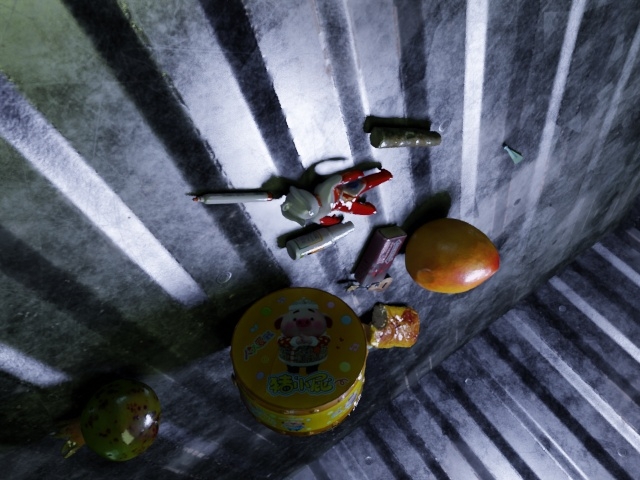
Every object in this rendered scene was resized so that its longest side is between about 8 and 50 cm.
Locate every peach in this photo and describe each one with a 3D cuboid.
[{"bbox_3d":[0.471,0.059,1.876,0.288,0.307,0.289,-20,125,-31],"label":"peach"}]

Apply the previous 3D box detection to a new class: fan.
[{"bbox_3d":[0.712,-0.322,1.924,0.038,0.016,0.193,-50,147,19],"label":"fan"}]

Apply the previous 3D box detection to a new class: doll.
[{"bbox_3d":[0.042,-0.114,1.429,0.383,0.099,0.188,-14,139,-45],"label":"doll"}]

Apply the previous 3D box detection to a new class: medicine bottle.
[{"bbox_3d":[0.000,0.000,1.555,0.220,0.061,0.092,-23,168,-26],"label":"medicine bottle"}]

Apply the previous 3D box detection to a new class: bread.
[{"bbox_3d":[0.303,0.364,2.211,0.380,0.109,0.186,12,86,-51],"label":"bread"}]

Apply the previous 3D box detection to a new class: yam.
[{"bbox_3d":[0.242,-0.287,1.445,0.273,0.061,0.061,-10,137,-40],"label":"yam"}]

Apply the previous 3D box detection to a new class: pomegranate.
[{"bbox_3d":[-0.587,0.505,1.429,0.285,0.231,0.231,-11,139,-21],"label":"pomegranate"}]

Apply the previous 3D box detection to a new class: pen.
[{"bbox_3d":[-0.208,-0.101,1.242,0.218,0.026,0.026,-7,135,-41],"label":"pen"}]

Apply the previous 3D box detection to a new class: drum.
[{"bbox_3d":[-0.065,0.367,1.599,0.430,0.431,0.214,-26,146,-21],"label":"drum"}]

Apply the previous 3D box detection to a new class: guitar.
[{"bbox_3d":[0.173,0.164,1.940,0.271,0.038,0.084,0,130,-49],"label":"guitar"}]

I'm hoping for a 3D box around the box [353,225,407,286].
[{"bbox_3d":[0.208,0.055,1.820,0.120,0.069,0.224,-9,135,-39],"label":"box"}]

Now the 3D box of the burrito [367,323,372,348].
[{"bbox_3d":[0.147,0.459,2.235,0.228,0.089,0.144,-30,143,-21],"label":"burrito"}]
